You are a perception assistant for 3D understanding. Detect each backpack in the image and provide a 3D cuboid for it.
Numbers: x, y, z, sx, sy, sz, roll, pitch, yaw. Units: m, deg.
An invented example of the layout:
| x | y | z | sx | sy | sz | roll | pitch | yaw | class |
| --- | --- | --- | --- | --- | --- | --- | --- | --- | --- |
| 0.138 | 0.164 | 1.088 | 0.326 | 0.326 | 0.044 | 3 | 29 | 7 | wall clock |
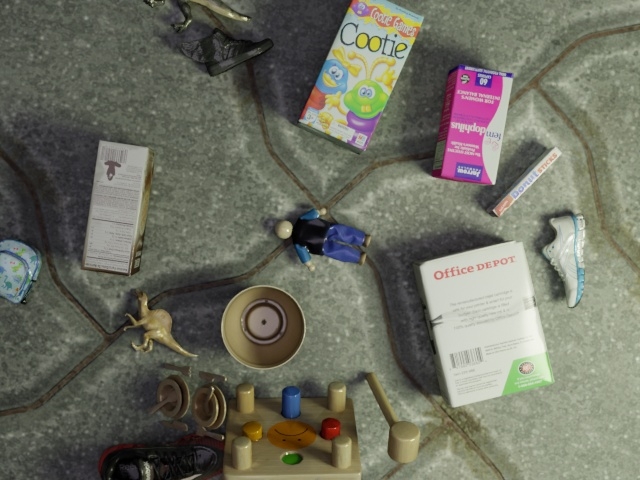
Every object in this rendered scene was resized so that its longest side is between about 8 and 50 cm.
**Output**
| x | y | z | sx | sy | sz | roll | pitch | yaw | class |
| --- | --- | --- | --- | --- | --- | --- | --- | --- | --- |
| -0.603 | 0.056 | 1.908 | 0.105 | 0.084 | 0.114 | 27 | 88 | -5 | backpack |

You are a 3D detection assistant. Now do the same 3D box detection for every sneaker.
| x | y | z | sx | sy | sz | roll | pitch | yaw | class |
| --- | --- | --- | --- | --- | --- | --- | --- | --- | --- |
| -0.301 | 0.441 | 1.907 | 0.276 | 0.135 | 0.098 | -6 | 90 | -3 | sneaker |
| 0.487 | 0.041 | 1.968 | 0.082 | 0.071 | 0.191 | 0 | 83 | 4 | sneaker |
| -0.185 | -0.384 | 1.928 | 0.170 | 0.051 | 0.089 | -26 | 97 | 2 | sneaker |

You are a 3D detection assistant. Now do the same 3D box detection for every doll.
| x | y | z | sx | sy | sz | roll | pitch | yaw | class |
| --- | --- | --- | --- | --- | --- | --- | --- | --- | --- |
| 0.000 | 0.000 | 1.950 | 0.189 | 0.046 | 0.129 | 16 | 90 | -3 | doll |

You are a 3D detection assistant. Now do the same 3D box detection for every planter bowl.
| x | y | z | sx | sy | sz | roll | pitch | yaw | class |
| --- | --- | --- | --- | --- | --- | --- | --- | --- | --- |
| -0.112 | 0.164 | 1.919 | 0.162 | 0.109 | 0.162 | 0 | 92 | -3 | planter bowl |

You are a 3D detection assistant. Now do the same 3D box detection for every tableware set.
| x | y | z | sx | sy | sz | roll | pitch | yaw | class |
| --- | --- | --- | --- | --- | --- | --- | --- | --- | --- |
| -0.258 | 0.312 | 1.891 | 0.039 | 0.194 | 0.128 | 1 | 92 | -47 | tableware set |

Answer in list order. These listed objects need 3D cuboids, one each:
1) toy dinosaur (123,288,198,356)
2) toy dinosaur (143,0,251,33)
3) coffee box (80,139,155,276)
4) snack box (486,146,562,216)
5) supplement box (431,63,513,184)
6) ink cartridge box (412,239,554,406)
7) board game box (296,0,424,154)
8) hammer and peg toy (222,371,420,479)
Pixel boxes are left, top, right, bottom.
| x | y | z | sx | sy | sz | roll | pitch | yaw | class |
| --- | --- | --- | --- | --- | --- | --- | --- | --- | --- |
| -0.329 | 0.184 | 1.938 | 0.092 | 0.053 | 0.183 | -38 | 93 | -2 | toy dinosaur |
| -0.274 | -0.483 | 1.919 | 0.268 | 0.064 | 0.118 | 39 | 83 | -6 | toy dinosaur |
| -0.387 | -0.062 | 1.886 | 0.098 | 0.141 | 0.247 | 8 | 92 | -3 | coffee box |
| 0.406 | -0.116 | 1.954 | 0.022 | 0.064 | 0.178 | 45 | 90 | -3 | snack box |
| 0.297 | -0.224 | 1.924 | 0.111 | 0.114 | 0.220 | 8 | 93 | -4 | supplement box |
| 0.317 | 0.158 | 1.930 | 0.211 | 0.121 | 0.289 | -12 | 92 | -2 | ink cartridge box |
| 0.073 | -0.323 | 1.895 | 0.144 | 0.142 | 0.275 | 24 | 91 | -3 | board game box |
| -0.002 | 0.376 | 1.870 | 0.361 | 0.266 | 0.127 | -1 | 114 | -3 | hammer and peg toy |
